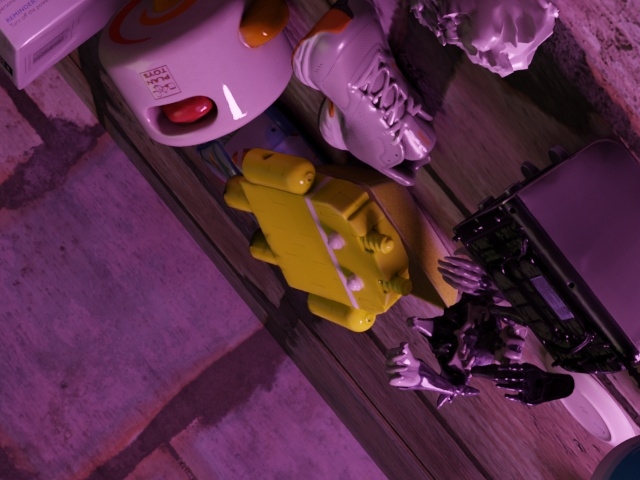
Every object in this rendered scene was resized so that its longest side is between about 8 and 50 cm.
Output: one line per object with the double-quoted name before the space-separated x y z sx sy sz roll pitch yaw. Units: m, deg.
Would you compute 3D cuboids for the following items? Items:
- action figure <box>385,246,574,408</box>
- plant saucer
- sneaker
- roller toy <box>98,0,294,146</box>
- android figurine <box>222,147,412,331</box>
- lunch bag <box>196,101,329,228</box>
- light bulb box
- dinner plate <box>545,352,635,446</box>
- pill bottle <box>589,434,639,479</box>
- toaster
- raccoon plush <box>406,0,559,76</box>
"action figure" 0.152 0.092 1.449 0.141 0.164 0.275 25 170 -22
"plant saucer" 0.084 -0.015 1.653 0.188 0.045 0.188 56 168 -20
"sneaker" 0.057 -0.135 1.308 0.121 0.099 0.262 40 173 20
"roller toy" -0.137 -0.210 1.544 0.209 0.191 0.146 36 160 55
"android figurine" 0.000 0.000 1.631 0.273 0.056 0.248 19 142 45
"lunch bag" -0.038 -0.053 1.863 0.303 0.115 0.243 52 171 -7
"light bulb box" -0.449 -0.441 1.977 0.361 0.225 0.358 52 169 -5
"dinner plate" 0.288 0.179 1.531 0.141 0.017 0.141 48 169 12
"pill bottle" 0.343 0.252 1.207 0.146 0.146 0.264 53 169 -9
"toaster" 0.208 0.020 1.103 0.186 0.110 0.168 52 169 1
"raccoon plush" -0.046 -0.250 1.081 0.446 0.216 0.299 51 177 1
